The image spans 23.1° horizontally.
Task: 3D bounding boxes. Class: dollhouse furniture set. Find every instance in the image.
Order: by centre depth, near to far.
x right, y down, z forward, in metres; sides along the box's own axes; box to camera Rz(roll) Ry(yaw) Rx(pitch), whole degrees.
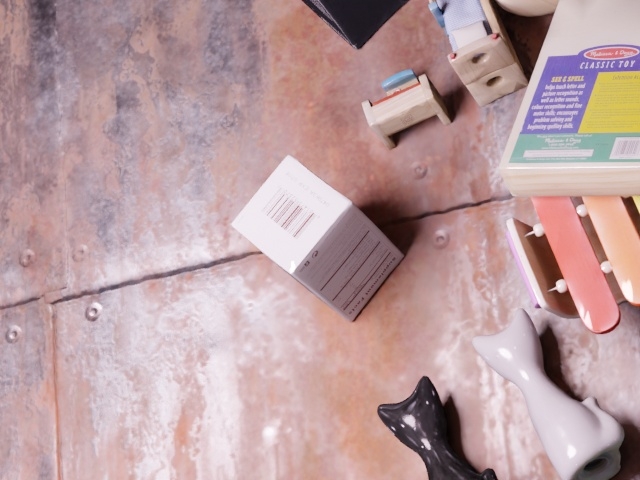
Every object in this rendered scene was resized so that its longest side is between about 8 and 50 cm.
[{"bbox_3d":[0.124,-0.220,1.825,0.183,0.129,0.129,-24,63,12],"label":"dollhouse furniture set"}]

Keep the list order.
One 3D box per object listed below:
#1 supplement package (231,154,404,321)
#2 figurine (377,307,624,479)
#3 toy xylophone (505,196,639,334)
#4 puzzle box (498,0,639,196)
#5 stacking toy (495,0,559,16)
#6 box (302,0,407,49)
[{"bbox_3d":[0.000,0.000,1.762,0.105,0.179,0.105,38,87,29],"label":"supplement package"},{"bbox_3d":[0.189,0.200,1.666,0.215,0.092,0.209,-37,57,5],"label":"figurine"},{"bbox_3d":[0.352,-0.045,1.692,0.322,0.081,0.236,-32,61,8],"label":"toy xylophone"},{"bbox_3d":[0.413,-0.164,1.652,0.409,0.052,0.272,2,53,33],"label":"puzzle box"},{"bbox_3d":[0.223,-0.431,1.872,0.141,0.141,0.330,-25,59,12],"label":"stacking toy"},{"bbox_3d":[-0.032,-0.378,1.920,0.103,0.184,0.261,-43,61,-1],"label":"box"}]
